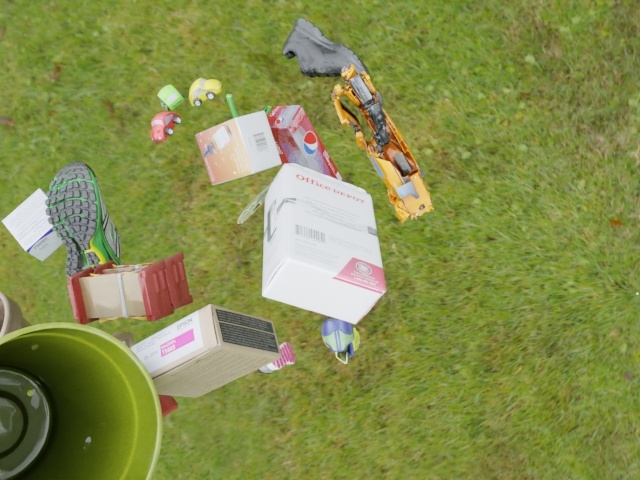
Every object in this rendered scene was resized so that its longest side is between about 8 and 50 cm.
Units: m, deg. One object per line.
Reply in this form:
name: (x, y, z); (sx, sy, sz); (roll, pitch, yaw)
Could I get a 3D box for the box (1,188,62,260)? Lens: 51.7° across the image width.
box: (-0.706, -0.039, 1.670); (0.126, 0.072, 0.137); (-44, 61, -9)

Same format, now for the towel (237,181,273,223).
towel: (-0.175, -0.110, 1.857); (0.027, 0.148, 0.110); (45, 129, -7)

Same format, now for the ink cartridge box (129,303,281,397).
ink cartridge box: (-0.227, 0.219, 1.272); (0.235, 0.193, 0.088); (-28, 61, 23)

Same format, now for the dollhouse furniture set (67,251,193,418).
dollhouse furniture set: (-0.384, 0.226, 1.414); (0.201, 0.152, 0.373); (-4, 100, 22)

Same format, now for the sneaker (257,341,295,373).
sneaker: (-0.124, 0.319, 1.776); (0.075, 0.170, 0.063); (-23, 85, 19)

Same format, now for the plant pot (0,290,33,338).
plant pot: (-0.853, 0.290, 1.763); (0.263, 0.229, 0.263); (-12, 58, 19)

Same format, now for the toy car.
toy car: (-0.394, -0.378, 1.787); (0.239, 0.053, 0.225); (-42, 37, -7)

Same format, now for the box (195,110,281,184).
box: (-0.192, -0.212, 1.532); (0.171, 0.091, 0.130); (-9, 102, 48)

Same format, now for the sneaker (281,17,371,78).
sneaker: (0.015, -0.492, 1.823); (0.286, 0.109, 0.130); (38, 97, 23)

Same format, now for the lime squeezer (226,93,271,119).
lime squeezer: (-0.203, -0.338, 1.865); (0.059, 0.310, 0.110); (32, 103, 12)

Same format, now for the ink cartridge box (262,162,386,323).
ink cartridge box: (0.000, 0.000, 0.990); (0.092, 0.159, 0.217); (-55, 25, 38)

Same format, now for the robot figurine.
robot figurine: (0.106, -0.182, 1.203); (0.085, 0.211, 0.291); (-30, 107, 8)

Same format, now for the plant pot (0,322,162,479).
plant pot: (-0.527, 0.337, 1.165); (0.353, 0.367, 0.366); (-13, 80, 48)

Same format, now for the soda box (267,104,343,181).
soda box: (-0.045, -0.218, 1.682); (0.092, 0.263, 0.083); (5, 53, 36)

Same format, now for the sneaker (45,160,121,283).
sneaker: (-0.575, -0.032, 1.637); (0.134, 0.146, 0.343); (2, 113, 9)

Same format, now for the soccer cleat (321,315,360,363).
soccer cleat: (0.055, 0.277, 1.773); (0.094, 0.289, 0.121); (-9, 69, 6)
